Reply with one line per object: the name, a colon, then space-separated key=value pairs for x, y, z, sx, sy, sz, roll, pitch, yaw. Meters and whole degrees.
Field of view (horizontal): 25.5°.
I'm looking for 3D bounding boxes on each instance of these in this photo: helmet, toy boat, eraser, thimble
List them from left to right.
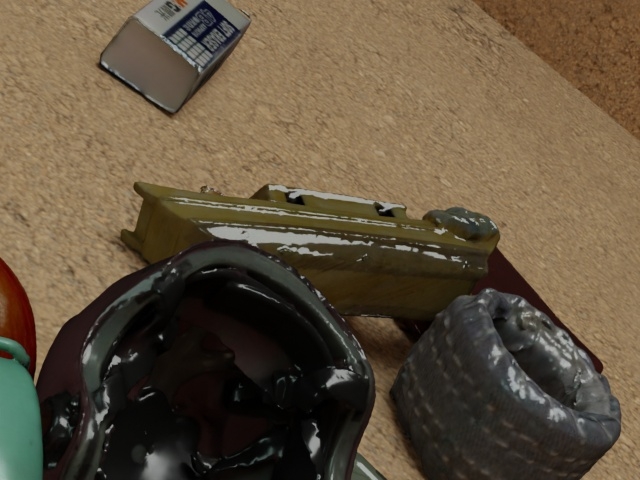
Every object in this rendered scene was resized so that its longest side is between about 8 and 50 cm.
helmet: x=-0.116 y=0.169 z=1.084 sx=0.271 sy=0.197 sz=0.338 roll=31 pitch=60 yaw=-31
eraser: x=-0.193 y=-0.276 z=1.948 sx=0.130 sy=0.086 sz=0.287 roll=37 pitch=24 yaw=-4
toy boat: x=0.000 y=0.000 z=1.593 sx=0.445 sy=0.136 sz=0.162 roll=6 pitch=33 yaw=-25
thimble: x=0.199 y=0.183 z=1.558 sx=0.236 sy=0.172 sz=0.205 roll=50 pitch=25 yaw=22

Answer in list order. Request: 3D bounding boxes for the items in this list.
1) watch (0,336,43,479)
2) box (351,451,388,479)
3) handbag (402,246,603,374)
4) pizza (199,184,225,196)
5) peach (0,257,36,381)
watch: x=-0.243 y=0.177 z=0.899 sx=0.068 sy=0.237 sz=0.195 roll=18 pitch=7 yaw=-31
box: x=0.007 y=0.269 z=1.241 sx=0.124 sy=0.093 sz=0.172 roll=44 pitch=25 yaw=18
handbag: x=0.211 y=0.098 z=1.823 sx=0.260 sy=0.084 sz=0.275 roll=1 pitch=42 yaw=-51
pizza: x=-0.121 y=-0.013 z=1.655 sx=0.100 sy=0.029 sz=0.099 roll=36 pitch=32 yaw=4
peach: x=-0.299 y=0.092 z=1.044 sx=0.197 sy=0.197 sz=0.197 roll=29 pitch=25 yaw=-16
